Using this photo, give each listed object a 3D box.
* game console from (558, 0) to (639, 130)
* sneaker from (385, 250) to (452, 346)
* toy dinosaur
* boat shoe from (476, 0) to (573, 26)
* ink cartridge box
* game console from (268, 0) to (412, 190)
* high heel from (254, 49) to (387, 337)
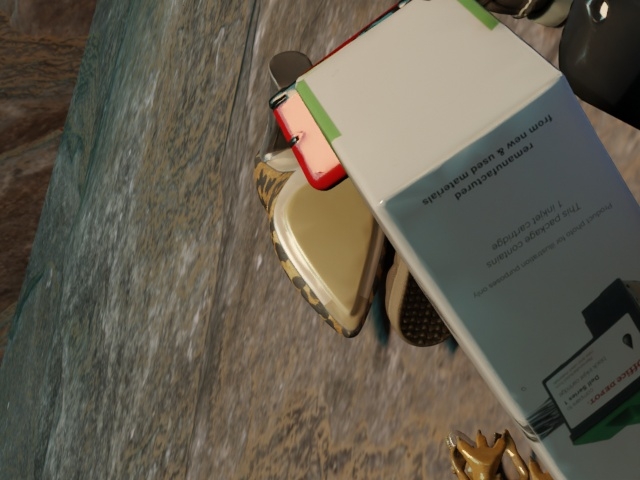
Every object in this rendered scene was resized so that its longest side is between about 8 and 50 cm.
[{"bbox_3d":[0.170,-0.161,0.610,0.250,0.173,0.293,37,116,47],"label":"game console"},{"bbox_3d":[0.078,-0.026,1.019,0.071,0.066,0.188,-110,36,-60],"label":"sneaker"},{"bbox_3d":[0.104,0.170,0.863,0.211,0.064,0.112,-88,-1,-54],"label":"toy dinosaur"},{"bbox_3d":[0.139,-0.248,0.956,0.081,0.068,0.228,-155,77,-72],"label":"boat shoe"},{"bbox_3d":[0.094,0.013,0.701,0.092,0.219,0.160,-34,27,3],"label":"ink cartridge box"},{"bbox_3d":[0.043,-0.117,1.167,0.144,0.085,0.124,-35,69,22],"label":"game console"},{"bbox_3d":[0.000,0.000,1.274,0.186,0.093,0.261,93,167,-56],"label":"high heel"}]
